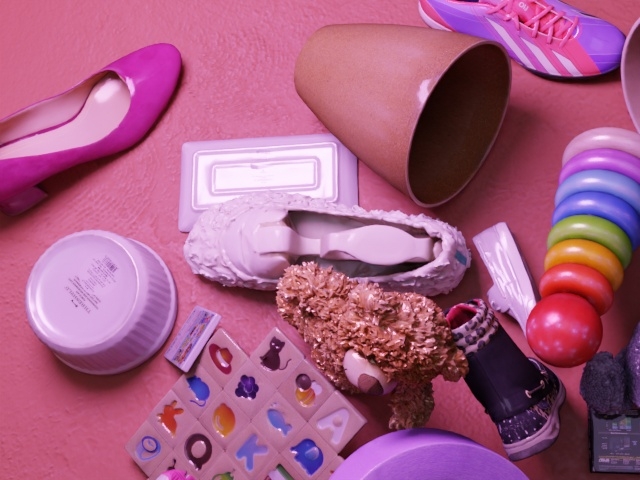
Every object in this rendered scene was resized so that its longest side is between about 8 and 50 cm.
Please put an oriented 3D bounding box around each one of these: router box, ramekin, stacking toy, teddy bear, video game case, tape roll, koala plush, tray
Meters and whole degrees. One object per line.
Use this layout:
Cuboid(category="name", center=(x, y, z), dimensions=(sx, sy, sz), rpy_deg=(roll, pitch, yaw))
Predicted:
Cuboid(category="router box", center=(0.405, 0.252, 1.229), dimensions=(0.123, 0.038, 0.092), rpy_deg=(0, 74, 9))
Cuboid(category="ramekin", center=(-0.317, 0.082, 1.365), dimensions=(0.207, 0.109, 0.207), rpy_deg=(-3, 73, 9))
Cuboid(category="stacking toy", center=(0.340, 0.017, 1.205), dimensions=(0.141, 0.141, 0.330), rpy_deg=(16, 56, 14))
Cuboid(category="teddy bear", center=(0.038, 0.127, 1.171), dimensions=(0.113, 0.245, 0.338), rpy_deg=(-32, 27, -20))
Cuboid(category="video game case", center=(-0.177, 0.134, 1.327), dimensions=(0.011, 0.122, 0.087), rpy_deg=(35, 80, -17))
Cuboid(category="tape roll", center=(0.126, 0.359, 1.101), dimensions=(0.275, 0.090, 0.274), rpy_deg=(0, 91, -12))
Cuboid(category="koala plush", center=(0.444, 0.116, 1.145), dimensions=(0.196, 0.221, 0.203), rpy_deg=(32, 59, 31))
Cuboid(category="tray", center=(-0.080, -0.090, 1.419), dimensions=(0.271, 0.030, 0.145), rpy_deg=(-3, 72, 9))

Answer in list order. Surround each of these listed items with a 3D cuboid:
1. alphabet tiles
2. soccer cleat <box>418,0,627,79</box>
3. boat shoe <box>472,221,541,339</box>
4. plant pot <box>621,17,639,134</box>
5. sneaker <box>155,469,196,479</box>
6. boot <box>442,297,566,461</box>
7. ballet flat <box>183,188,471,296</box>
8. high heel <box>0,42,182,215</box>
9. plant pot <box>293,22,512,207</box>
Cuboid(category="alphabet tiles", center=(-0.104, 0.294, 1.255), dimensions=(0.285, 0.011, 0.342), rpy_deg=(44, 105, 19))
Cuboid(category="soccer cleat", center=(0.286, -0.321, 1.380), dimensions=(0.318, 0.116, 0.108), rpy_deg=(23, 79, 16))
Cuboid(category="boat shoe", center=(0.255, 0.065, 1.300), dimensions=(0.063, 0.066, 0.184), rpy_deg=(-24, 73, 17))
Cuboid(category="plant pot", center=(0.586, -0.231, 1.257), dimensions=(0.274, 0.256, 0.256), rpy_deg=(-25, 70, -16))
Cuboid(category="sneaker", center=(-0.199, 0.422, 1.231), dimensions=(0.111, 0.103, 0.252), rpy_deg=(-6, 84, 24))
Cuboid(category="boot", center=(0.219, 0.143, 1.169), dimensions=(0.085, 0.236, 0.178), rpy_deg=(-30, 96, 17))
Cuboid(category="ballet flat", center=(0.000, 0.000, 1.315), dimensions=(0.409, 0.147, 0.146), rpy_deg=(2, 74, 9))
Cuboid(category="high heel", center=(-0.367, -0.183, 1.414), dimensions=(0.377, 0.181, 0.127), rpy_deg=(-45, 72, -5))
Cuboid(category="plant pot", center=(0.093, -0.202, 1.338), dimensions=(0.254, 0.237, 0.237), rpy_deg=(29, 80, 31))
